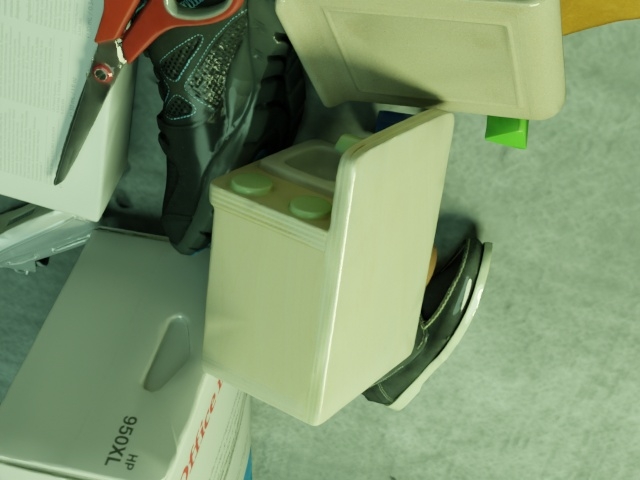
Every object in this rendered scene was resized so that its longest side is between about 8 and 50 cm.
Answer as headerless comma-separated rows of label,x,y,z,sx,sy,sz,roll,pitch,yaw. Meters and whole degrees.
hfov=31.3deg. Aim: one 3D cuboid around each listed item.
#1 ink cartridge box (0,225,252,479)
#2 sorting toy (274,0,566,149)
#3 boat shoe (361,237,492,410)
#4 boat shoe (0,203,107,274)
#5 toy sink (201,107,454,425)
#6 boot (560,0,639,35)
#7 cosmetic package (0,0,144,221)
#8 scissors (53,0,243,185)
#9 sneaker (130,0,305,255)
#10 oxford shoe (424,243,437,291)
ink cartridge box,-0.176,0.225,1.120,0.166,0.285,0.395,10,134,7
sorting toy,0.081,-0.150,0.850,0.196,0.047,0.347,4,162,15
boat shoe,0.089,0.078,1.089,0.079,0.084,0.233,26,132,-8
boat shoe,-0.292,0.002,1.139,0.184,0.066,0.063,-25,118,18
toy sink,0.000,0.000,0.926,0.131,0.153,0.234,22,121,27
boot,0.132,-0.260,0.785,0.211,0.104,0.295,-5,139,27
cosmetic package,-0.290,-0.216,0.934,0.284,0.097,0.377,15,130,-1
scissors,-0.169,-0.152,0.889,0.109,0.021,0.297,40,130,-16
sneaker,-0.086,-0.140,0.951,0.140,0.125,0.340,28,125,10
oxford shoe,0.013,0.024,1.078,0.212,0.076,0.076,4,129,31
